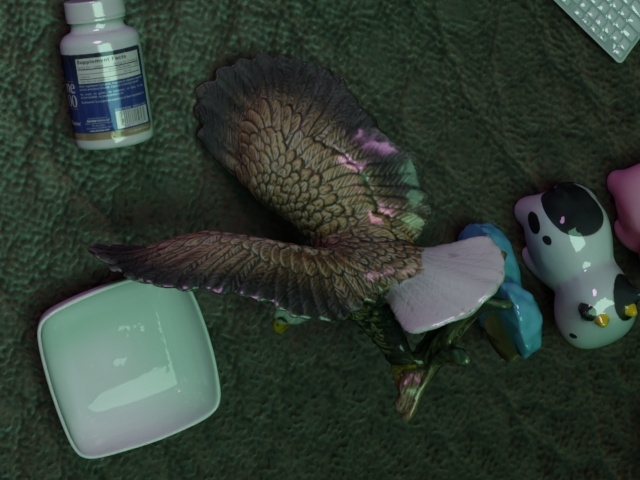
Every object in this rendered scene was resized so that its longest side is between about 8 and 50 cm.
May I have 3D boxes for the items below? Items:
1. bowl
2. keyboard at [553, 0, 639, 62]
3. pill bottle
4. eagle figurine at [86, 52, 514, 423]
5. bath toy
[{"bbox_3d":[-0.165,0.100,1.658,0.142,0.053,0.142,-19,106,-14],"label":"bowl"},{"bbox_3d":[0.202,-0.265,1.740,0.256,0.014,0.072,41,85,-21],"label":"keyboard"},{"bbox_3d":[-0.177,-0.138,1.603,0.067,0.067,0.120,-12,103,-17],"label":"pill bottle"},{"bbox_3d":[-0.007,0.007,1.583,0.298,0.226,0.225,39,106,-8],"label":"eagle figurine"},{"bbox_3d":[0.303,-0.004,1.762,0.348,0.129,0.151,-23,106,-15],"label":"bath toy"}]
